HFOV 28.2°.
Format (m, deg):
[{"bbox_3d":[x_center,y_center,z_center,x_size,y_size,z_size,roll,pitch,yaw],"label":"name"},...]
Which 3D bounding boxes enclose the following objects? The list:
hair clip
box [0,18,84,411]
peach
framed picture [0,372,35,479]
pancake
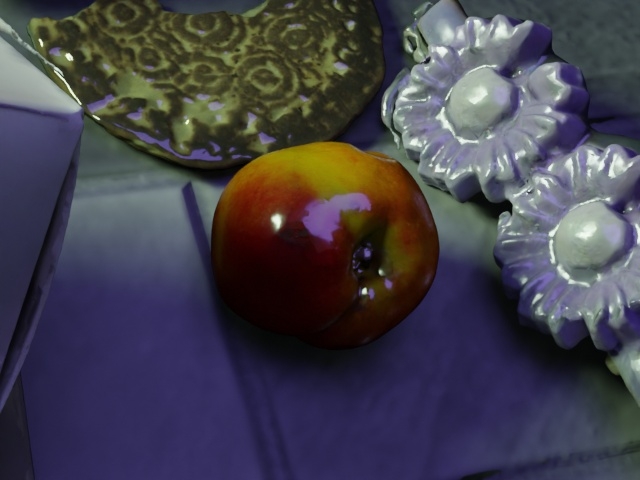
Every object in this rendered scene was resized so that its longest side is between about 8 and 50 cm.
[{"bbox_3d":[0.118,-0.024,0.638,0.106,0.084,0.292,-38,63,14],"label":"hair clip"},{"bbox_3d":[-0.260,-0.028,0.373,0.333,0.145,0.173,3,24,-42],"label":"box"},{"bbox_3d":[0.000,0.000,0.581,0.101,0.100,0.100,7,56,-10],"label":"peach"},{"bbox_3d":[-0.284,0.063,0.510,0.324,0.020,0.240,-4,59,-17],"label":"framed picture"},{"bbox_3d":[-0.058,-0.110,0.683,0.191,0.020,0.184,11,56,-8],"label":"pancake"}]
